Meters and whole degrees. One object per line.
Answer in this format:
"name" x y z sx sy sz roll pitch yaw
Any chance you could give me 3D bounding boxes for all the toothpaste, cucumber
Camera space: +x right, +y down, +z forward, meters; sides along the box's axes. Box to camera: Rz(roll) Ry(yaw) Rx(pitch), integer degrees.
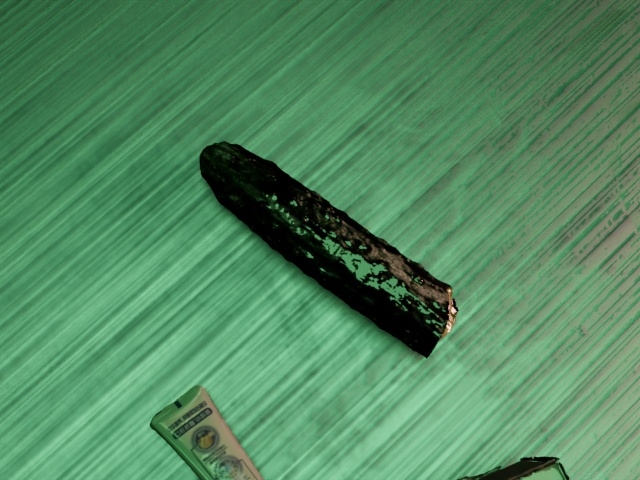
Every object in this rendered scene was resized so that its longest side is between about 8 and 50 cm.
"toothpaste" -0.066 0.241 0.957 0.062 0.039 0.239 -37 77 -14
"cucumber" 0.000 0.000 1.001 0.303 0.081 0.072 35 107 7

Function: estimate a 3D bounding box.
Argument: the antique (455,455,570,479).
"antique" 0.157 0.278 0.898 0.152 0.146 0.147 -22 79 -5
